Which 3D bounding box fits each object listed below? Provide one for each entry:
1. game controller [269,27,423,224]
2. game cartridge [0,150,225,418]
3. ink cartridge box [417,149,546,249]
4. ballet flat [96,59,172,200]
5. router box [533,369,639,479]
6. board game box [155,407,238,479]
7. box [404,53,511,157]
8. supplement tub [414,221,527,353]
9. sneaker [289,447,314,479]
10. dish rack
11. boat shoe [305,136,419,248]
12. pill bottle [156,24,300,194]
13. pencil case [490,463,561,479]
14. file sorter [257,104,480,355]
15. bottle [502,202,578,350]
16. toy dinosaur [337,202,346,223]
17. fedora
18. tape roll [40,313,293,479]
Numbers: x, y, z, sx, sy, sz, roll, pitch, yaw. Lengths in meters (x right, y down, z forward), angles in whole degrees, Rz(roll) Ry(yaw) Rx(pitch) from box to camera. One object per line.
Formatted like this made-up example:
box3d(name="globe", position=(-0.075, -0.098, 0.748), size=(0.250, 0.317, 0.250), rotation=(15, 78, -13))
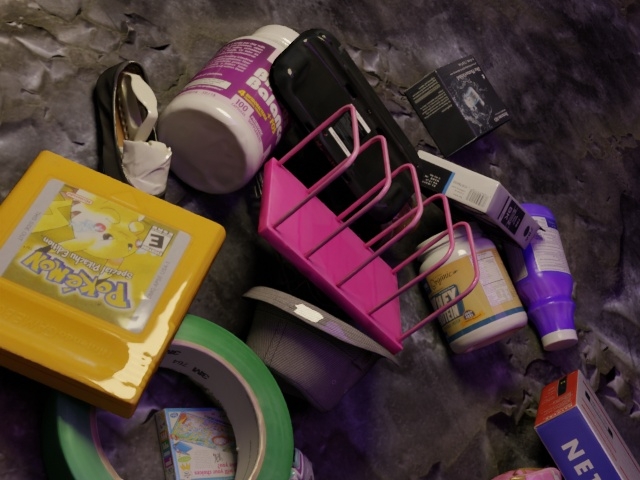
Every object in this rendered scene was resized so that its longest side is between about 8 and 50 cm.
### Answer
box3d(name="game controller", position=(0.045, -0.181, 1.796), size=(0.319, 0.067, 0.166), rotation=(53, 56, -16))
box3d(name="game cartridge", position=(-0.306, 0.045, 1.460), size=(0.285, 0.053, 0.324), rotation=(23, 44, 0))
box3d(name="ink cartridge box", position=(0.285, -0.060, 2.032), size=(0.332, 0.165, 0.065), rotation=(28, 87, -61))
box3d(name="ballet flat", position=(-0.272, -0.143, 1.658), size=(0.095, 0.096, 0.281), rotation=(3, 63, -43))
box3d(name="router box", position=(0.493, 0.407, 1.943), size=(0.335, 0.082, 0.301), rotation=(59, 14, 4))
box3d(name="board game box", position=(-0.148, 0.282, 1.557), size=(0.154, 0.026, 0.104), rotation=(7, 60, -40))
box3d(name="box", position=(0.275, -0.269, 2.255), size=(0.156, 0.093, 0.158), rotation=(-30, 88, -49))
box3d(name="supplement tub", position=(0.259, 0.083, 1.976), size=(0.144, 0.144, 0.200), rotation=(-10, 72, -46))
box3d(name="sneaker", position=(-0.032, 0.351, 1.615), size=(0.069, 0.038, 0.098), rotation=(39, 59, -39))
box3d(name="dish rack", position=(0.000, 0.000, 1.811), size=(0.208, 0.074, 0.272), rotation=(15, 52, -52))
box3d(name="boat shoe", position=(0.067, -0.136, 1.927), size=(0.104, 0.110, 0.307), rotation=(-19, 84, -33))
box3d(name="pill bottle", position=(-0.120, -0.219, 1.793), size=(0.169, 0.169, 0.301), rotation=(45, 43, -12))
box3d(name="pencil case", position=(0.351, 0.549, 1.757), size=(0.167, 0.160, 0.386), rotation=(8, 59, -46))
box3d(name="file sorter", position=(0.077, -0.024, 1.667), size=(0.290, 0.182, 0.202), rotation=(43, 23, -23))
box3d(name="bottle", position=(0.426, 0.070, 2.179), size=(0.118, 0.092, 0.283), rotation=(9, 60, -39))
box3d(name="toy dinosaur", position=(0.070, -0.104, 1.986), size=(0.092, 0.053, 0.183), rotation=(27, 49, -27))
box3d(name="fedora", position=(-0.019, 0.171, 1.642), size=(0.124, 0.243, 0.275), rotation=(-64, 158, -9))
box3d(name="tape roll", position=(-0.193, 0.249, 1.459), size=(0.321, 0.077, 0.321), rotation=(16, 53, -22))
